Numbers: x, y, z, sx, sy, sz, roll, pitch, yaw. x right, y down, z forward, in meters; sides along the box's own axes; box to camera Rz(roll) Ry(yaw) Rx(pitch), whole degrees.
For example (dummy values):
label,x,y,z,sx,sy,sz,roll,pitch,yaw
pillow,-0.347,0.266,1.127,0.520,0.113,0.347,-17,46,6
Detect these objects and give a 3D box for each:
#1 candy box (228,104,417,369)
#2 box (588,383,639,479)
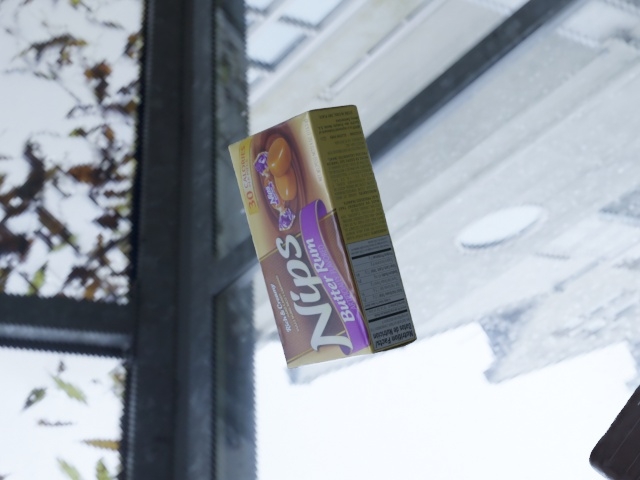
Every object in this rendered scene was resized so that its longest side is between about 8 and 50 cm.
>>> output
label,x,y,z,sx,sy,sz,roll,pitch,yaw
candy box,0.000,0.000,0.971,0.053,0.109,0.186,-12,-93,-40
box,0.325,0.158,0.840,0.167,0.168,0.203,37,180,-18
